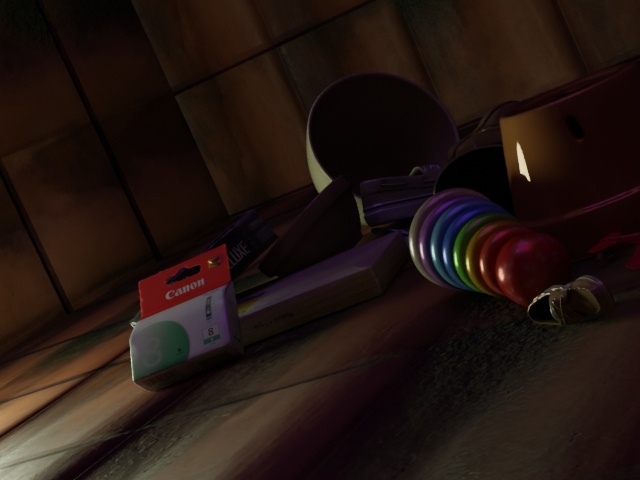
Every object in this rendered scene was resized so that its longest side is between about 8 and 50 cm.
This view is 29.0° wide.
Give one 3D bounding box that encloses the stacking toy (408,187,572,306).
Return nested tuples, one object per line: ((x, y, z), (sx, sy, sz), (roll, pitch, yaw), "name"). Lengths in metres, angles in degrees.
((0.227, 0.019, 1.576), (0.141, 0.141, 0.330), (-25, 14, -10), "stacking toy")

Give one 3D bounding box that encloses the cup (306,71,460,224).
((0.111, -0.164, 2.681), (0.331, 0.331, 0.237), (-27, -18, -24), "cup")

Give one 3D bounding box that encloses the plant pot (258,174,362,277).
((0.000, 0.000, 2.318), (0.237, 0.110, 0.237), (-47, -3, -3), "plant pot")

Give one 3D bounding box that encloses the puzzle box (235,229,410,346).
((-0.058, 0.104, 2.126), (0.409, 0.052, 0.272), (-22, 8, 19), "puzzle box")

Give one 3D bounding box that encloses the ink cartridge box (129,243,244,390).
((-0.227, 0.117, 2.033), (0.181, 0.224, 0.056), (-23, -35, 15), "ink cartridge box")

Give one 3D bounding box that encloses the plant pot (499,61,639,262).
((0.375, -0.114, 1.690), (0.291, 0.203, 0.291), (-23, 7, 3), "plant pot")

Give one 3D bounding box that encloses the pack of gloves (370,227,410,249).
((0.142, -0.009, 2.326), (0.232, 0.046, 0.195), (-20, 7, 30), "pack of gloves")

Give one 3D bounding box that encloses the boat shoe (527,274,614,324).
((0.266, 0.071, 1.325), (0.045, 0.050, 0.135), (-30, -2, -18), "boat shoe")

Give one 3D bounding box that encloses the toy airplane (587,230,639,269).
((0.391, -0.001, 1.503), (0.151, 0.028, 0.151), (-24, 8, 4), "toy airplane")

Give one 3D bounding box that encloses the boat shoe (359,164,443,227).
((0.212, -0.103, 2.448), (0.302, 0.094, 0.109), (-15, 2, -32), "boat shoe")

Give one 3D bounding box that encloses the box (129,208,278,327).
((-0.221, 0.077, 2.299), (0.242, 0.076, 0.307), (-42, 1, -21), "box")

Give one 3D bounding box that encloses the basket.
((0.311, -0.093, 1.979), (0.204, 0.154, 0.227), (-3, 11, 24), "basket")

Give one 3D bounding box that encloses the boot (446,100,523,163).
((0.393, -0.209, 2.331), (0.236, 0.089, 0.269), (-43, 14, -29), "boot")
